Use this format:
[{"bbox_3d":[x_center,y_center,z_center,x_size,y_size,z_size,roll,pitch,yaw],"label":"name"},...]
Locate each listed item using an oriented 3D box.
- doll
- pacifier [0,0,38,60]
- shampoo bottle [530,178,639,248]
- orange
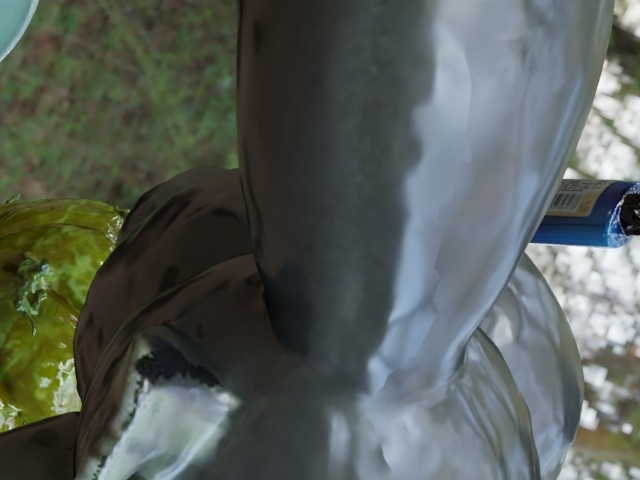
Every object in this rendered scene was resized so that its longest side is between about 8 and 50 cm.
[{"bbox_3d":[0.034,0.011,0.697,0.378,0.252,0.382,-58,-171,17],"label":"doll"},{"bbox_3d":[-0.378,-0.292,1.449,0.269,0.288,0.343,-116,-157,-68],"label":"pacifier"},{"bbox_3d":[0.256,-0.028,1.719,0.087,0.183,0.050,-47,125,-35],"label":"shampoo bottle"},{"bbox_3d":[-0.237,0.108,1.294,0.301,0.223,0.300,-26,-159,11],"label":"orange"}]
